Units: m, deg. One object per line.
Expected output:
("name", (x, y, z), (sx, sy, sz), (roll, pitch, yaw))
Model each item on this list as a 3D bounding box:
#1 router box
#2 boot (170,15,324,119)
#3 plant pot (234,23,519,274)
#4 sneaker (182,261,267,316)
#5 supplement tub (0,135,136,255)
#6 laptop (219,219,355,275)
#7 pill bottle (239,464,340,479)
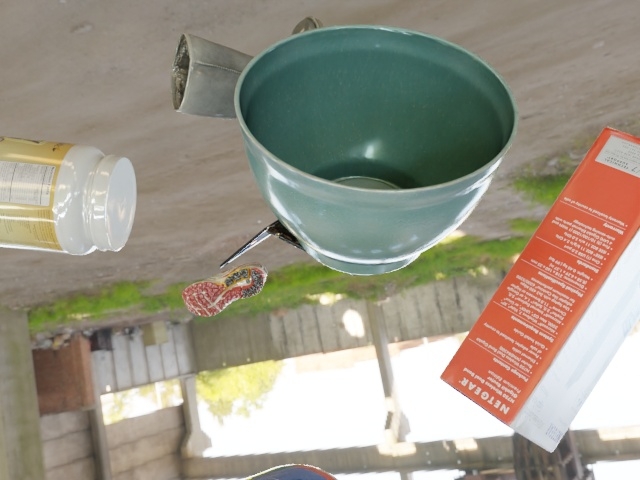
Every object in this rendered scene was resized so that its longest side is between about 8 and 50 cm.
("router box", (0.291, 0.083, 0.738), (0.082, 0.301, 0.335), (32, 176, 32))
("boot", (-0.096, -0.245, 0.884), (0.209, 0.189, 0.076), (9, 169, -28))
("plant pot", (0.054, -0.085, 0.737), (0.293, 0.293, 0.196), (-9, 138, -11))
("sneaker", (-0.223, 0.114, 1.525), (0.225, 0.088, 0.092), (-18, -168, 16))
("supplement tub", (-0.557, -0.089, 1.305), (0.316, 0.228, 0.228), (6, 172, 0))
("laptop", (0.000, 0.000, 1.111), (0.264, 0.136, 0.234), (26, -142, 24))
("pill bottle", (-0.056, 0.223, 0.410), (0.124, 0.124, 0.221), (-14, 167, 21))
